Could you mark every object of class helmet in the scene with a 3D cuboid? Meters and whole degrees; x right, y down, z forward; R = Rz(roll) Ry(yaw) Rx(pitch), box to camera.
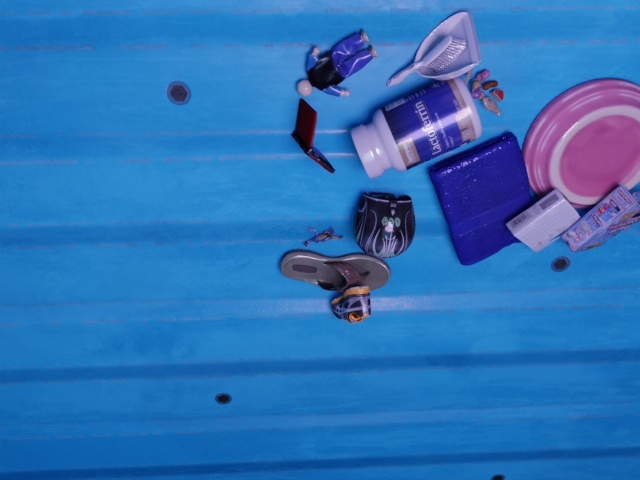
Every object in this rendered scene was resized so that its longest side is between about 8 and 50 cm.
[{"bbox_3d":[0.158,-0.033,1.308,0.169,0.169,0.162,4,105,-5],"label":"helmet"}]

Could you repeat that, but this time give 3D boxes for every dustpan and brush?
[{"bbox_3d":[0.232,-0.384,1.124,0.060,0.147,0.211,15,150,-33],"label":"dustpan and brush"}]

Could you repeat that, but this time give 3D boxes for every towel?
[{"bbox_3d":[0.416,-0.100,1.327,0.227,0.076,0.308,-24,121,6],"label":"towel"}]

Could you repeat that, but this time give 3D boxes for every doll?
[{"bbox_3d":[0.031,-0.372,1.146,0.189,0.046,0.129,-29,118,14],"label":"doll"}]

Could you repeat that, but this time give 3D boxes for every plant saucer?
[{"bbox_3d":[0.660,-0.213,1.258,0.332,0.084,0.332,-1,122,-2],"label":"plant saucer"}]

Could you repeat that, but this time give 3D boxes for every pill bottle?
[{"bbox_3d":[0.209,-0.246,1.172,0.264,0.153,0.153,-24,120,12],"label":"pill bottle"}]

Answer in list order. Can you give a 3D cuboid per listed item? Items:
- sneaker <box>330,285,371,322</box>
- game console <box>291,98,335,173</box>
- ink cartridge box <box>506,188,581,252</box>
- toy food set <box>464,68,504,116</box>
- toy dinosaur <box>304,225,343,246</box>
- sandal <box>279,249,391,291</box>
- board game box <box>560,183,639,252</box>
[{"bbox_3d":[0.084,0.190,1.436,0.084,0.083,0.215,-8,161,-14],"label":"sneaker"},{"bbox_3d":[-0.008,-0.235,1.175,0.124,0.144,0.085,34,104,-29],"label":"game console"},{"bbox_3d":[0.563,-0.045,1.308,0.145,0.045,0.179,-40,145,23],"label":"ink cartridge box"},{"bbox_3d":[0.376,-0.341,1.179,0.122,0.019,0.078,23,80,-28],"label":"toy food set"},{"bbox_3d":[0.000,0.000,1.383,0.090,0.047,0.082,33,134,-32],"label":"toy dinosaur"},{"bbox_3d":[0.040,0.097,1.416,0.302,0.086,0.120,4,122,-6],"label":"sandal"},{"bbox_3d":[0.731,-0.063,1.293,0.194,0.060,0.194,-13,150,-21],"label":"board game box"}]
